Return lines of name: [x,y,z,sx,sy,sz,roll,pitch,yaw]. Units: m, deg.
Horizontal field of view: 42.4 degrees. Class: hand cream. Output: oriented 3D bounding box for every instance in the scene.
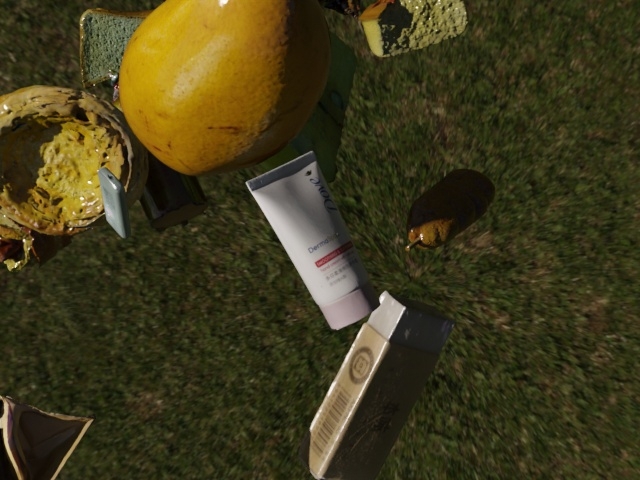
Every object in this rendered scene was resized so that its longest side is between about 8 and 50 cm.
hand cream: [0.000,0.000,1.184,0.133,0.083,0.248,-33,98,-40]

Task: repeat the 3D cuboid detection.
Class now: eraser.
eraser: [0.099,0.264,1.444,0.078,0.144,0.343,38,105,51]

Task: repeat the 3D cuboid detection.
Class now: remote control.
remote control: [-0.292,-0.052,1.169,0.018,0.124,0.053,-36,66,-27]

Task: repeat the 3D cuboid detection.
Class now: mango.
mango: [-0.068,-0.124,0.606,0.145,0.219,0.112,15,64,-22]

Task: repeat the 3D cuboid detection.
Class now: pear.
pear: [-0.100,-0.309,1.712,0.238,0.318,0.342,-11,56,38]

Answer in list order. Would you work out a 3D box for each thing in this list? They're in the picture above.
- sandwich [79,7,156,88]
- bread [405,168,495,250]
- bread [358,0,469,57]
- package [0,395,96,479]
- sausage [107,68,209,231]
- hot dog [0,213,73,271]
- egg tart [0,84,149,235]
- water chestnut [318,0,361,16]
sandwich: [-0.446,-0.443,1.907,0.215,0.065,0.186,1,117,-14]
bread: [0.272,-0.057,1.808,0.124,0.344,0.084,39,137,15]
bread: [0.129,-0.321,1.178,0.156,0.125,0.086,-21,110,-5]
package: [-0.509,0.345,1.291,0.165,0.311,0.221,36,58,-10]
sausage: [-0.318,-0.178,1.522,0.117,0.125,0.317,-24,87,-25]
hot dog: [-0.564,-0.028,1.661,0.213,0.103,0.146,-39,121,-22]
egg tart: [-0.424,-0.135,1.367,0.291,0.107,0.290,-1,121,-1]
water chestnut: [0.005,-0.554,1.673,0.224,0.223,0.238,-43,99,3]
